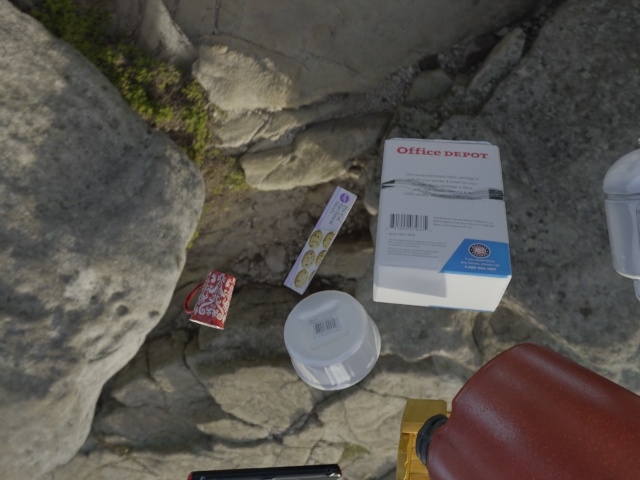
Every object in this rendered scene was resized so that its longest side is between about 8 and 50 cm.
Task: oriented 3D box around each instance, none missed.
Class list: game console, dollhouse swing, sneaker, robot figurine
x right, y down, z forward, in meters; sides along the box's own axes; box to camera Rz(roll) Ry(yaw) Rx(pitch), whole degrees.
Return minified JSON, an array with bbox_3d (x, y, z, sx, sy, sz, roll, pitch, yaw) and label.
[{"bbox_3d":[-0.164,0.654,1.443,0.386,0.060,0.342,2,152,-14],"label":"game console"},{"bbox_3d":[0.364,0.639,1.445,0.304,0.315,0.347,5,90,13],"label":"dollhouse swing"},{"bbox_3d":[0.265,0.368,1.033,0.104,0.147,0.296,-9,124,-35],"label":"sneaker"},{"bbox_3d":[0.720,-0.049,1.144,0.199,0.300,0.354,-6,99,36],"label":"robot figurine"}]

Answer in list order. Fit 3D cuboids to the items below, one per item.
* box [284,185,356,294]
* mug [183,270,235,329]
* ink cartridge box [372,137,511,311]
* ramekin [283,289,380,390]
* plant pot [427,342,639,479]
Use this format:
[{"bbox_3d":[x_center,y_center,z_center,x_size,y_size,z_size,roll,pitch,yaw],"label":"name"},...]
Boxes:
[{"bbox_3d":[0.000,0.000,1.545,0.067,0.063,0.324,30,92,3],"label":"box"},{"bbox_3d":[-0.359,0.185,1.736,0.150,0.113,0.169,18,77,-4],"label":"mug"},{"bbox_3d":[0.281,-0.048,1.293,0.285,0.395,0.166,5,144,6],"label":"ink cartridge box"},{"bbox_3d":[0.027,0.279,1.567,0.277,0.277,0.135,-14,140,9],"label":"ramekin"},{"bbox_3d":[0.261,0.251,0.508,0.272,0.265,0.272,-16,121,-29],"label":"plant pot"}]
